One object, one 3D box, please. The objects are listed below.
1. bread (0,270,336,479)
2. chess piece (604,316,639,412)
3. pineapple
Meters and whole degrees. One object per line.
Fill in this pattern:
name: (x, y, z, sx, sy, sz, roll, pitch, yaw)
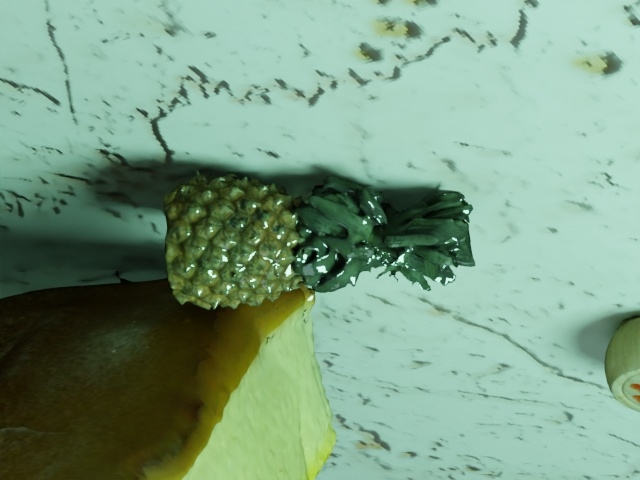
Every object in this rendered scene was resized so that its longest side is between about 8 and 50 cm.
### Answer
bread: (-0.180, 0.131, 0.993, 0.324, 0.333, 0.143, -7, 106, 16)
chess piece: (0.204, 0.072, 1.060, 0.084, 0.038, 0.083, 9, 154, 5)
pineapple: (0.000, 0.000, 0.964, 0.159, 0.074, 0.074, -2, 152, 5)
